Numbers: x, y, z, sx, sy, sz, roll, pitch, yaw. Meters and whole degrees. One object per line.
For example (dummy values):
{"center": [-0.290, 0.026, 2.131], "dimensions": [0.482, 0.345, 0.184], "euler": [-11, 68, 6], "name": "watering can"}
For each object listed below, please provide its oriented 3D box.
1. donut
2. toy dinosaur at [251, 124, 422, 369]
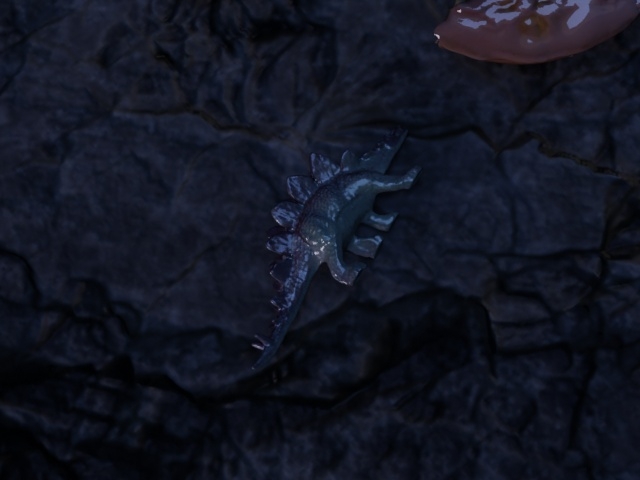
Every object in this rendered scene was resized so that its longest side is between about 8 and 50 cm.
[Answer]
{"center": [0.155, -0.234, 1.270], "dimensions": [0.199, 0.085, 0.233], "euler": [-12, 78, 3], "name": "donut"}
{"center": [0.000, 0.001, 1.260], "dimensions": [0.082, 0.039, 0.209], "euler": [26, 72, 12], "name": "toy dinosaur"}
